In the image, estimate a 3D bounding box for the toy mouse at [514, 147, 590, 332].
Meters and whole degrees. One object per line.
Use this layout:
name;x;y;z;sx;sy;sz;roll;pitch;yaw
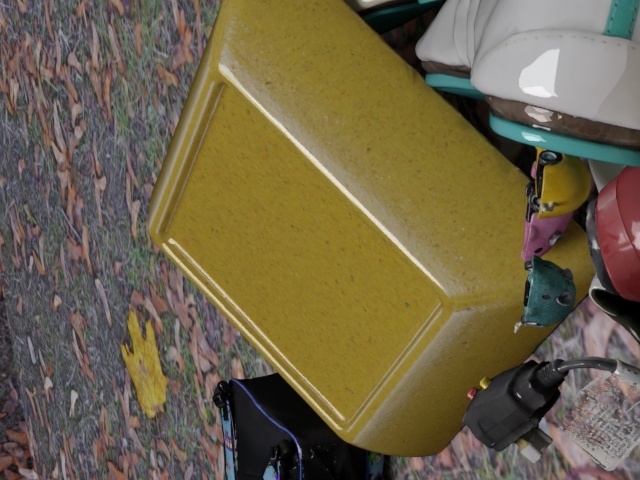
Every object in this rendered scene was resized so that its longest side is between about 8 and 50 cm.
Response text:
toy mouse;0.138;0.001;0.857;0.161;0.031;0.143;-78;-8;-57

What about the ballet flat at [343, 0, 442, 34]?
ballet flat;0.062;-0.187;0.963;0.248;0.086;0.086;-11;91;49

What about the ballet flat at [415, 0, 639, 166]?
ballet flat;0.128;-0.121;0.737;0.400;0.139;0.139;-80;-18;-81

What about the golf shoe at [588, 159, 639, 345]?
golf shoe;0.183;0.003;0.810;0.069;0.086;0.176;111;142;-51

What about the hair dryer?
hair dryer;0.225;0.038;0.705;0.080;0.223;0.293;-74;11;-48

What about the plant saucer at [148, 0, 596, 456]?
plant saucer;0.000;0.000;1.048;0.333;0.081;0.333;45;145;11

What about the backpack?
backpack;-0.017;0.215;1.279;0.158;0.116;0.173;35;130;56
